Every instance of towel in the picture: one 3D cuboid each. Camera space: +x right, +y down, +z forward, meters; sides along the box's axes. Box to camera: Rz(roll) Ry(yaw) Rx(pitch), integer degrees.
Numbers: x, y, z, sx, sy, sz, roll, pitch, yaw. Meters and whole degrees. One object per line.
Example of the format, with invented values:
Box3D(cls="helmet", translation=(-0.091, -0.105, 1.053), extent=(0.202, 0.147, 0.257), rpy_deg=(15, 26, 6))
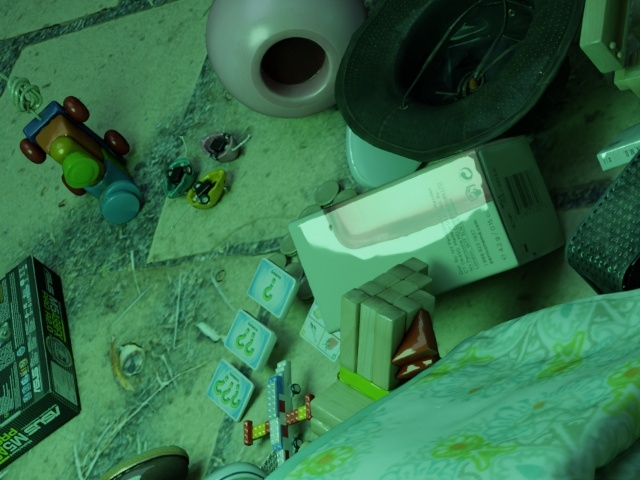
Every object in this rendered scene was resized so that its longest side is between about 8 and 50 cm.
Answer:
Box3D(cls="towel", translation=(0.161, 0.147, 1.266), extent=(0.320, 0.090, 0.374), rpy_deg=(-16, 13, 47))

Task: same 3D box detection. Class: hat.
Box3D(cls="hat", translation=(0.182, -0.199, 1.722), extent=(0.331, 0.134, 0.331), rpy_deg=(-25, 48, 31))

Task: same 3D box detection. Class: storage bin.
Box3D(cls="storage bin", translation=(0.332, -0.012, 1.461), extent=(0.180, 0.122, 0.084), rpy_deg=(-52, 39, -4))

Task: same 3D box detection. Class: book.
Box3D(cls="book", translation=(0.356, -0.113, 1.554), extent=(0.144, 0.035, 0.096), rpy_deg=(-19, 8, 33))

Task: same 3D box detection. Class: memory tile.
Box3D(cls="memory tile", translation=(0.000, 0.000, 1.847), extent=(0.148, 0.012, 0.113), rpy_deg=(-54, 39, -8))

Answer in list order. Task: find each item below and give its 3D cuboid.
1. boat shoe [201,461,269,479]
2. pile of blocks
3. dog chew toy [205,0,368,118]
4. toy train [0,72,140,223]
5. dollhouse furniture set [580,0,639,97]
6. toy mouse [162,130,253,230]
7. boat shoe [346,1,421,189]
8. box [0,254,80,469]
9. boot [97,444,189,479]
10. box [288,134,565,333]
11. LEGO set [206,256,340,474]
Box3D(cls="boat shoe", translation=(-0.135, 0.365, 1.578), extent=(0.302, 0.109, 0.094), rpy_deg=(-57, 16, -4))
Box3D(cls="pile of blocks", translation=(0.060, 0.204, 1.515), extent=(0.112, 0.149, 0.362), rpy_deg=(29, 107, 35))
Box3D(cls="dog chew toy", translation=(-0.049, -0.301, 2.007), extent=(0.206, 0.206, 0.332), rpy_deg=(-34, 32, 16))
Box3D(cls="toy train", translation=(-0.343, -0.124, 2.086), extent=(0.105, 0.248, 0.143), rpy_deg=(-43, 44, 6))
Box3D(cls="dollhouse furniture set", translation=(0.361, -0.225, 1.590), extent=(0.123, 0.151, 0.144), rpy_deg=(-11, 53, 36))
Box3D(cls="toy mouse", translation=(-0.155, -0.096, 2.055), extent=(0.161, 0.031, 0.143), rpy_deg=(-44, 39, 4))
Box3D(cls="boat shoe", translation=(0.086, -0.193, 1.867), extent=(0.102, 0.108, 0.301), rpy_deg=(142, 141, -67))
Box3D(cls="box", translation=(-0.429, 0.176, 2.060), extent=(0.216, 0.060, 0.270), rpy_deg=(-37, 40, 14))
Box3D(cls="boot", translation=(-0.206, 0.366, 1.701), extent=(0.248, 0.090, 0.207), rpy_deg=(-40, 53, 3))
Box3D(cls="box", translation=(0.110, -0.008, 1.613), extent=(0.232, 0.148, 0.127), rpy_deg=(-21, 89, 29))
Box3D(cls="LEGO set", translation=(-0.048, 0.140, 1.708), extent=(0.244, 0.060, 0.182), rpy_deg=(35, 103, 50))
